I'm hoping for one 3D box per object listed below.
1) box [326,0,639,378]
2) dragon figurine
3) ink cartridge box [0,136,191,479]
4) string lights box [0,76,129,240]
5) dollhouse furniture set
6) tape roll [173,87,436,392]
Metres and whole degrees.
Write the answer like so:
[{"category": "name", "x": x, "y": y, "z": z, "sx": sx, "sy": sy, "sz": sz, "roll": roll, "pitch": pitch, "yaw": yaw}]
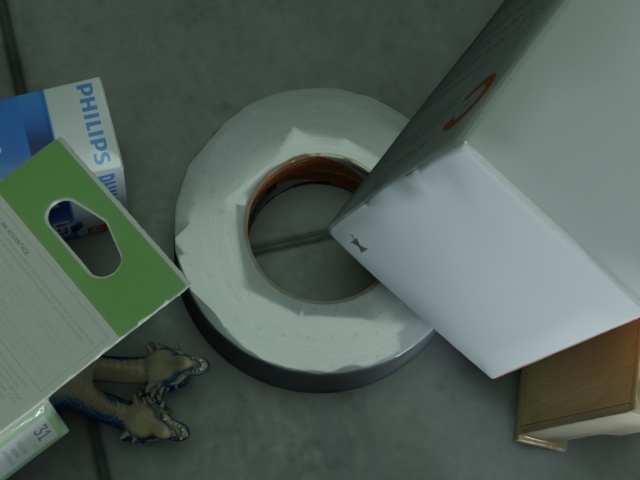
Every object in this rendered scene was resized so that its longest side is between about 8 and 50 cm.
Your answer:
[{"category": "box", "x": 0.196, "y": -0.100, "z": 1.342, "sx": 0.168, "sy": 0.215, "sz": 0.345, "roll": 42, "pitch": 63, "yaw": -7}, {"category": "dragon figurine", "x": -0.229, "y": 0.099, "z": 1.377, "sx": 0.289, "sy": 0.144, "sz": 0.085, "roll": 2, "pitch": 75, "yaw": 17}, {"category": "ink cartridge box", "x": -0.217, "y": 0.061, "z": 1.267, "sx": 0.235, "sy": 0.056, "sz": 0.171, "roll": -36, "pitch": 58, "yaw": -12}, {"category": "string lights box", "x": -0.274, "y": -0.034, "z": 1.387, "sx": 0.260, "sy": 0.133, "sz": 0.076, "roll": -14, "pitch": 73, "yaw": -7}, {"category": "dollhouse furniture set", "x": 0.289, "y": 0.111, "z": 1.402, "sx": 0.242, "sy": 0.161, "sz": 0.212, "roll": 15, "pitch": 73, "yaw": -22}, {"category": "tape roll", "x": 0.000, "y": 0.000, "z": 1.426, "sx": 0.219, "sy": 0.072, "sz": 0.219, "roll": 1, "pitch": 75, "yaw": -4}]
